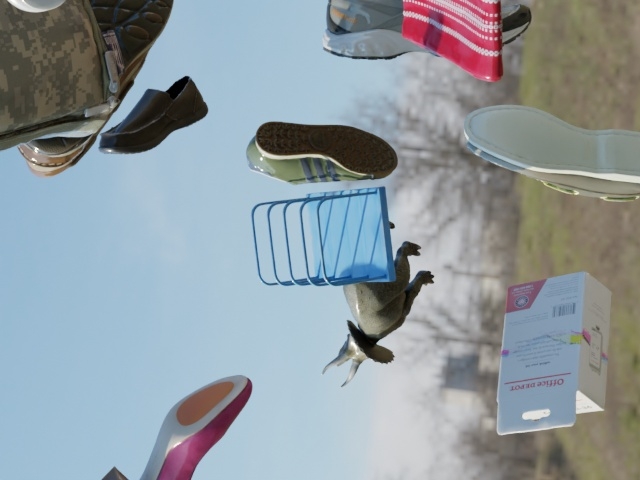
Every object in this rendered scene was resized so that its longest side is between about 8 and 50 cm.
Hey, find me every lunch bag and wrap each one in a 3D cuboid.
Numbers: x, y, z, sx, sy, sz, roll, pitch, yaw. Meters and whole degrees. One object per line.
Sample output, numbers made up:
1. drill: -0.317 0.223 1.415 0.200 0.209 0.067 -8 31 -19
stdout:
1. lunch bag: -0.371 -0.189 1.528 0.305 0.256 0.212 -23 -15 -48

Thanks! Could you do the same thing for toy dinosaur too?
1. toy dinosaur: 0.083 0.069 2.215 0.313 0.121 0.160 88 -158 -49

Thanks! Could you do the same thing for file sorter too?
1. file sorter: 0.000 0.000 1.961 0.170 0.104 0.118 -3 95 57

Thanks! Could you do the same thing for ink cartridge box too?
1. ink cartridge box: 0.281 0.146 1.867 0.067 0.115 0.198 35 -126 -40

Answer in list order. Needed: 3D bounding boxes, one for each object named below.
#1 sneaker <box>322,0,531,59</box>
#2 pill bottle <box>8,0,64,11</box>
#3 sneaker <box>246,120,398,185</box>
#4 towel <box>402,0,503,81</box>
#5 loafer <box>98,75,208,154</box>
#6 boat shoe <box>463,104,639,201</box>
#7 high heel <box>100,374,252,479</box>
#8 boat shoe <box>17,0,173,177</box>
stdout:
1. sneaker: 0.138 -0.289 1.976 0.100 0.271 0.108 -118 27 -74
2. pill bottle: -0.254 -0.237 1.356 0.120 0.067 0.067 -137 46 -61
3. sneaker: -0.005 -0.104 1.974 0.086 0.192 0.064 136 138 -59
4. towel: 0.135 -0.322 1.680 0.199 0.031 0.275 41 144 53
5. loafer: -0.265 -0.194 2.383 0.220 0.080 0.078 -36 -59 -46
6. boat shoe: 0.355 -0.122 2.295 0.091 0.305 0.109 104 177 -59
7. high heel: -0.151 0.267 1.841 0.117 0.244 0.082 46 180 -29
8. boat shoe: -0.290 -0.212 1.932 0.324 0.122 0.120 -61 -2 -34
